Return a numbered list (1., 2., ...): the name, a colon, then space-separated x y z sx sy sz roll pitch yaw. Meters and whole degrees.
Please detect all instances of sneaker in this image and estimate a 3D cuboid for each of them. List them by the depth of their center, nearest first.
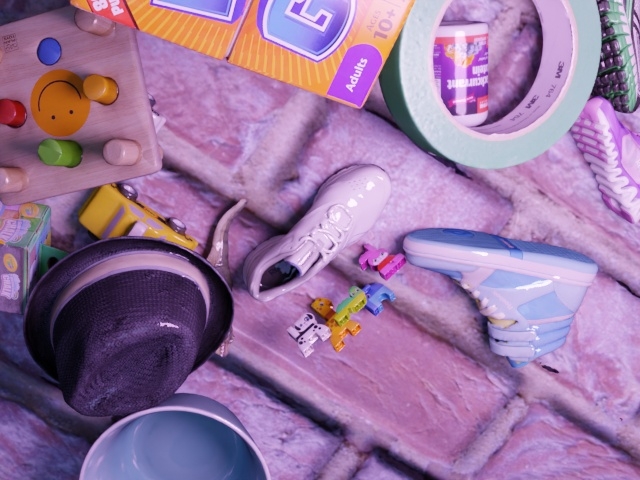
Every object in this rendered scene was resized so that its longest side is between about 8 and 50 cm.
1. sneaker: 0.448 -0.350 1.280 0.146 0.134 0.343 -18 116 -13
2. sneaker: 0.471 -0.140 1.358 0.104 0.095 0.236 -36 124 0
3. sneaker: 0.000 0.000 1.377 0.297 0.129 0.111 -44 102 10
4. sneaker: 0.275 0.100 1.420 0.319 0.127 0.208 10 106 -4

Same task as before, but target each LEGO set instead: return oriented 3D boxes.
1. LEGO set: 0.033 0.100 1.431 0.227 0.093 0.087 -42 143 -16

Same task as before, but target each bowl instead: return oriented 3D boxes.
1. bowl: -0.233 0.381 1.472 0.311 0.163 0.311 0 108 -1

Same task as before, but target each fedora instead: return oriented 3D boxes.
1. fedora: -0.289 0.156 1.312 0.334 0.152 0.334 -4 124 -7

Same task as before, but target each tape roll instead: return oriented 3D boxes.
1. tape roll: 0.239 -0.263 1.224 0.321 0.077 0.321 -6 107 -21

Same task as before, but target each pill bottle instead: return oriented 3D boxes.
1. pill bottle: 0.199 -0.229 1.321 0.108 0.108 0.193 -4 108 -1

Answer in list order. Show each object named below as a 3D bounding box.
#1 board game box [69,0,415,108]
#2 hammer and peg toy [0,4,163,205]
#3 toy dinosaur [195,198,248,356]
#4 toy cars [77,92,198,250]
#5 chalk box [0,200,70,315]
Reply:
1. board game box: -0.069 -0.435 1.049 0.356 0.356 0.356 16 117 -22
2. hammer and peg toy: -0.415 -0.190 1.244 0.361 0.127 0.266 -10 92 15
3. toy dinosaur: -0.186 0.060 1.417 0.118 0.064 0.268 -4 111 -31
4. toy cars: -0.314 -0.107 1.354 0.176 0.087 0.394 -12 107 2
5. chalk box: -0.491 0.021 1.353 0.213 0.132 0.132 10 121 -6
